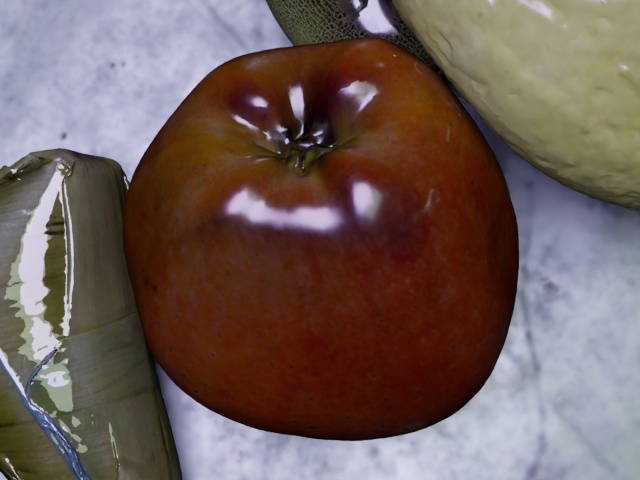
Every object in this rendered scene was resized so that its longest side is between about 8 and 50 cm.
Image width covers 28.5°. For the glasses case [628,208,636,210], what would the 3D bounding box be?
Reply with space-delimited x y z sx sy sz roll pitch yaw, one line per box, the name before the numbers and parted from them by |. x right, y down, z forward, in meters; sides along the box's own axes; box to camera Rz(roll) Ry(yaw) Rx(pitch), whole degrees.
glasses case | 0.223 -0.049 0.791 0.083 0.032 0.021 -41 81 -2

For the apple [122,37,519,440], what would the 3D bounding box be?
apple | -0.002 0.000 0.702 0.234 0.234 0.234 0 84 2

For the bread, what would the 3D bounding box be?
bread | 0.169 -0.173 0.683 0.237 0.320 0.321 -35 83 21

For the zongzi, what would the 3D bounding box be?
zongzi | -0.220 0.081 0.755 0.256 0.115 0.228 -13 88 6

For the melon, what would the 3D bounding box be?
melon | 0.018 -0.156 0.777 0.099 0.099 0.162 -39 81 -3
